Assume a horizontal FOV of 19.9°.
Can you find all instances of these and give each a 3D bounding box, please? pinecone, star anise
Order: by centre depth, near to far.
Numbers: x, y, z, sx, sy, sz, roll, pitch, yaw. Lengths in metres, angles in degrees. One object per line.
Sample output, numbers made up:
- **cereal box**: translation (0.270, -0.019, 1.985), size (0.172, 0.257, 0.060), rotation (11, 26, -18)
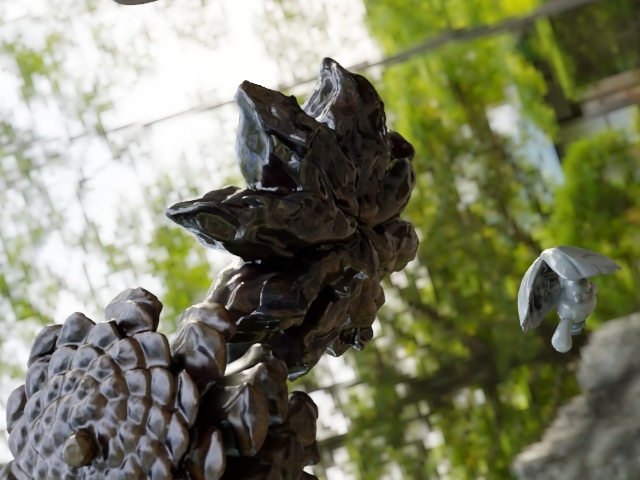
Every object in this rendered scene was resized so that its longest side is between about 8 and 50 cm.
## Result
- **pinecone**: translation (-0.092, 0.134, 1.136), size (0.208, 0.208, 0.207), rotation (-18, -90, -79)
- **star anise**: translation (-0.001, 0.001, 1.261), size (0.236, 0.109, 0.223), rotation (-61, -29, -16)

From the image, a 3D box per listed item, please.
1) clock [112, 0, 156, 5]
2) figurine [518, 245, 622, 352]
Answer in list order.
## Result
- **clock**: translation (-0.130, -0.300, 1.653), size (0.068, 0.197, 0.197), rotation (55, -172, 12)
- **figurine**: translation (0.223, 0.050, 1.647), size (0.094, 0.082, 0.086), rotation (-15, -59, -59)
